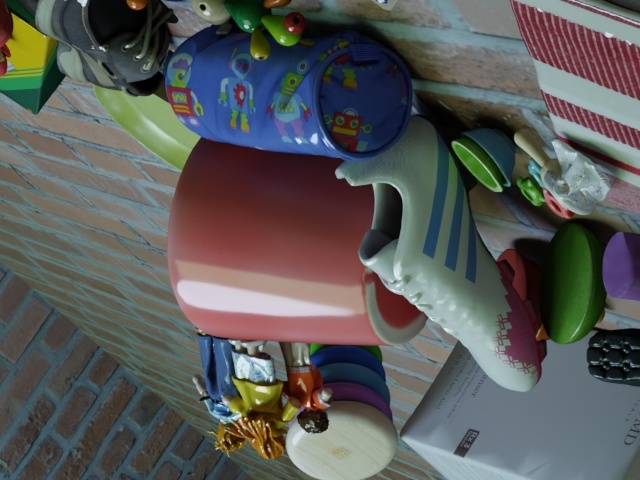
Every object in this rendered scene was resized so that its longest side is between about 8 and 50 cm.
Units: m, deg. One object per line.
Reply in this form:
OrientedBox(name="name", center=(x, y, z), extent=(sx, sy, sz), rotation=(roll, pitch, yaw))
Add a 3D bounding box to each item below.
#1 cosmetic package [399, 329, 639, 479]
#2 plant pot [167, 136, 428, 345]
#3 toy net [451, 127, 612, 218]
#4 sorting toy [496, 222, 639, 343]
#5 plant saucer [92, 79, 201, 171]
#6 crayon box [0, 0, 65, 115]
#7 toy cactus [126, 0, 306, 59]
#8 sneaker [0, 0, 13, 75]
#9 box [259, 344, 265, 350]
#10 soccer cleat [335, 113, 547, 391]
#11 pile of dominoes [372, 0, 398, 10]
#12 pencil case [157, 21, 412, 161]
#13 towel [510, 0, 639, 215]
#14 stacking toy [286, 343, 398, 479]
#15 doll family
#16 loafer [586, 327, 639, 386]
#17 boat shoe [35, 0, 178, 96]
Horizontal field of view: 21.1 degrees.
OrientedBox(name="cosmetic package", center=(0.303, 0.226, 2.058), extent=(0.156, 0.217, 0.385), rotation=(42, 160, -30))
OrientedBox(name="plant pot", center=(0.000, 0.000, 1.935), extent=(0.243, 0.275, 0.275), rotation=(13, 156, 31))
OrientedBox(name="toy net", center=(0.211, -0.051, 1.627), extent=(0.122, 0.045, 0.232), rotation=(52, 171, -21))
OrientedBox(name="sorting toy", center=(0.301, 0.055, 1.820), extent=(0.126, 0.127, 0.365), rotation=(7, 168, -17))
OrientedBox(name="plant saucer", center=(-0.185, -0.148, 2.219), extent=(0.241, 0.037, 0.241), rotation=(30, 165, 9))
OrientedBox(name="crayon box", center=(-0.464, -0.332, 2.090), extent=(0.363, 0.106, 0.313), rotation=(34, 164, -2))
OrientedBox(name="toy cactus", center=(-0.110, -0.244, 1.707), extent=(0.219, 0.112, 0.180), rotation=(23, 173, 5))
OrientedBox(name="sneaker", center=(-0.376, -0.233, 1.936), extent=(0.128, 0.087, 0.221), rotation=(39, 173, -39))
OrientedBox(name="box", center=(-0.075, 0.024, 2.245), extent=(0.119, 0.181, 0.182), rotation=(32, 163, 6))
OrientedBox(name="soccer cleat", center=(0.118, 0.032, 1.782), extent=(0.116, 0.143, 0.331), rotation=(16, 133, 65))
OrientedBox(name="pile of dominoes", center=(0.006, -0.280, 1.428), extent=(0.196, 0.040, 0.251), rotation=(33, 161, -4))
OrientedBox(name="pencil case", center=(-0.039, -0.158, 1.765), extent=(0.119, 0.133, 0.306), rotation=(-10, -166, -35))
OrientedBox(name="towel", center=(0.286, -0.103, 1.448), extent=(0.237, 0.037, 0.329), rotation=(26, 161, 32))
OrientedBox(name="stacking toy", center=(0.025, 0.150, 2.254), extent=(0.141, 0.330, 0.141), rotation=(-1, 134, -1))
OrientedBox(name="doll family", center=(-0.098, 0.183, 2.096), extent=(0.263, 0.118, 0.163), rotation=(10, 115, 51))
OrientedBox(name="loafer", center=(0.378, 0.125, 1.756), extent=(0.078, 0.076, 0.223), rotation=(-1, -175, -45))
OrientedBox(name="boat shoe", center=(-0.219, -0.247, 1.875), extent=(0.130, 0.132, 0.355), rotation=(23, 172, 2))
